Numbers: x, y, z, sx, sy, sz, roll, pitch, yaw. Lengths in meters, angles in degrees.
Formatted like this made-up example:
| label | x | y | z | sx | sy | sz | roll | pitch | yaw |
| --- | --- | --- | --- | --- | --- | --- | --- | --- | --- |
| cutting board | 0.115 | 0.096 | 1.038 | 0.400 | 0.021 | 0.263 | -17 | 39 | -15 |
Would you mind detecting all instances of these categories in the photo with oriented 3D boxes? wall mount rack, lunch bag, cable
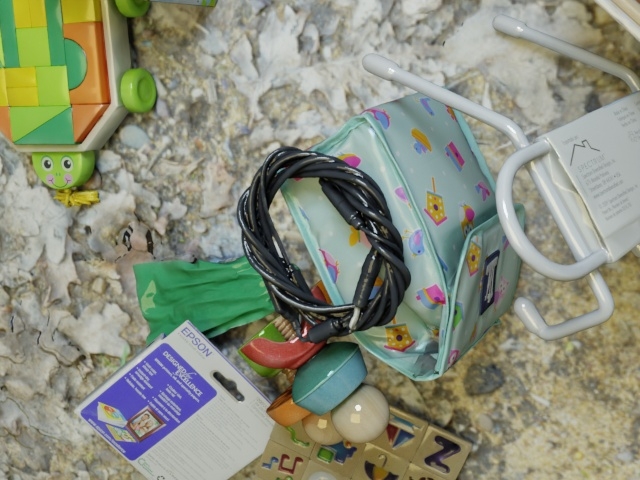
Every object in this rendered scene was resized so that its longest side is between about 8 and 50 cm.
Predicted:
| label | x | y | z | sx | sy | sz | roll | pitch | yaw |
| --- | --- | --- | --- | --- | --- | --- | --- | --- | --- |
| wall mount rack | 0.214 | -0.088 | 0.779 | 0.130 | 0.350 | 0.304 | -33 | 84 | 51 |
| lunch bag | 0.103 | -0.008 | 0.865 | 0.160 | 0.223 | 0.262 | -28 | 90 | 33 |
| cable | 0.000 | 0.000 | 0.766 | 0.151 | 0.047 | 0.184 | -18 | 92 | 34 |

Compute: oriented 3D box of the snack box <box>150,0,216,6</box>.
| label | x | y | z | sx | sy | sz | roll | pitch | yaw |
| --- | --- | --- | --- | --- | --- | --- | --- | --- | --- |
| snack box | -0.224 | -0.331 | 0.940 | 0.174 | 0.207 | 0.070 | 33 | 111 | 12 |

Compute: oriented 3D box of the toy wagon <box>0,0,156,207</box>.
| label | x | y | z | sx | sy | sz | roll | pitch | yaw |
| --- | --- | --- | --- | --- | --- | --- | --- | --- | --- |
| toy wagon | -0.342 | -0.210 | 1.092 | 0.267 | 0.068 | 0.344 | 3 | 102 | 22 |

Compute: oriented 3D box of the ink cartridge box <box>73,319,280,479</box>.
| label | x | y | z | sx | sy | sz | roll | pitch | yaw |
| --- | --- | --- | --- | --- | --- | --- | --- | --- | --- |
| ink cartridge box | -0.170 | 0.222 | 1.087 | 0.208 | 0.045 | 0.206 | -38 | 105 | 16 |

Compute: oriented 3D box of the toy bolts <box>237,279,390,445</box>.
| label | x | y | z | sx | sy | sz | roll | pitch | yaw |
| --- | --- | --- | --- | --- | --- | --- | --- | --- | --- |
| toy bolts | 0.024 | 0.127 | 0.921 | 0.218 | 0.228 | 0.158 | -40 | 89 | -3 |

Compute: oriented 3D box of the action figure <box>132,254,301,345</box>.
| label | x | y | z | sx | sy | sz | roll | pitch | yaw |
| --- | --- | --- | --- | --- | --- | --- | --- | --- | --- |
| action figure | -0.125 | 0.067 | 1.064 | 0.232 | 0.063 | 0.137 | -16 | 93 | 29 |

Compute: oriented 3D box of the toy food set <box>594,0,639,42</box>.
| label | x | y | z | sx | sy | sz | roll | pitch | yaw |
| --- | --- | --- | --- | --- | --- | --- | --- | --- | --- |
| toy food set | 0.315 | -0.207 | 0.736 | 0.306 | 0.220 | 0.092 | 46 | 115 | 8 |

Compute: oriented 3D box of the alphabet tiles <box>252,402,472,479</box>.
| label | x | y | z | sx | sy | sz | roll | pitch | yaw |
| --- | --- | --- | --- | --- | --- | --- | --- | --- | --- |
| alphabet tiles | 0.045 | 0.356 | 1.064 | 0.285 | 0.011 | 0.342 | 24 | 109 | 8 |
